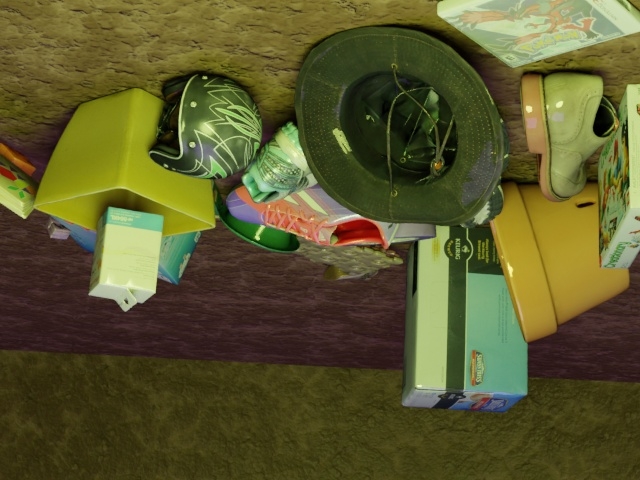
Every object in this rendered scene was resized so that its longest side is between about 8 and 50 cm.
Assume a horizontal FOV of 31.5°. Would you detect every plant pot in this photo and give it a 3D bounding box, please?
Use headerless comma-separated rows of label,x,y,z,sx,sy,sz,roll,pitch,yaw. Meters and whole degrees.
plant pot,0.421,0.018,2.017,0.204,0.290,0.291,-15,160,8
plant pot,-0.304,-0.125,1.832,0.212,0.187,0.212,-8,159,37

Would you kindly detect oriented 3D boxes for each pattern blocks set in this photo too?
pattern blocks set,-0.532,-0.108,1.851,0.325,0.026,0.285,39,-168,4

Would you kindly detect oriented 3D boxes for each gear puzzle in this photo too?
gear puzzle,0.000,0.000,2.420,0.339,0.044,0.175,19,159,-31

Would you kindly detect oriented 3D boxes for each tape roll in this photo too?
tape roll,0.119,-0.037,2.117,0.189,0.080,0.189,-6,176,0

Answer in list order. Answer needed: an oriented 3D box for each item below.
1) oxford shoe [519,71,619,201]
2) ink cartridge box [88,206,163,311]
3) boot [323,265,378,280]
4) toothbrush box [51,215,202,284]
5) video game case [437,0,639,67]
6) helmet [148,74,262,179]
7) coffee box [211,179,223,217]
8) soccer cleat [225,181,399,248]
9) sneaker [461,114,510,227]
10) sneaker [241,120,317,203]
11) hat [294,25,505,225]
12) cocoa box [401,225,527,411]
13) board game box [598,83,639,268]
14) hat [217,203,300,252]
oxford shoe,0.388,-0.147,1.719,0.130,0.122,0.348,-7,161,16
ink cartridge box,-0.306,0.033,1.780,0.090,0.143,0.092,10,161,-19
boot,0.073,0.077,2.639,0.087,0.042,0.118,13,161,-32
toothbrush box,-0.367,-0.043,2.120,0.216,0.126,0.295,20,167,13
video game case,0.283,-0.286,1.452,0.201,0.023,0.183,-11,157,40
helmet,-0.168,-0.170,1.709,0.162,0.169,0.169,-6,161,43
coffee box,-0.254,-0.091,2.174,0.113,0.040,0.184,3,163,3
soccer cleat,-0.018,-0.046,1.983,0.318,0.116,0.108,2,143,11
sneaker,0.232,-0.128,1.832,0.107,0.110,0.275,-21,147,-11
sneaker,-0.074,-0.115,1.824,0.122,0.110,0.283,-39,177,-5
hat,0.129,-0.178,1.620,0.331,0.134,0.331,18,127,25
cocoa box,0.298,0.165,2.354,0.228,0.347,0.231,4,162,-2
board game box,0.476,-0.090,1.755,0.053,0.192,0.305,2,162,6
hat,-0.082,-0.093,2.164,0.173,0.183,0.208,17,-161,-24
